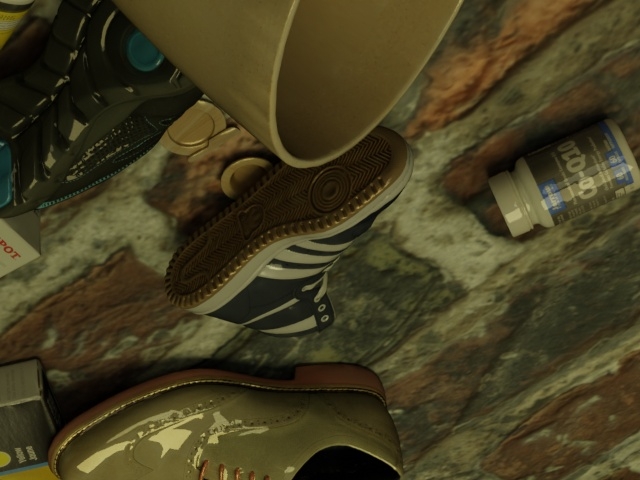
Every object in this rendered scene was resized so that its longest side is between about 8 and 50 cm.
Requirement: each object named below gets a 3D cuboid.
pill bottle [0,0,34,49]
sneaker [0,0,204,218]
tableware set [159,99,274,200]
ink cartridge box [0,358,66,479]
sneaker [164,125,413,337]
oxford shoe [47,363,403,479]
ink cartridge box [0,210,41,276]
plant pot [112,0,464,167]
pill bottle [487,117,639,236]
[{"bbox_3d":[-0.302,-0.160,0.906,0.103,0.103,0.184,25,122,-34],"label":"pill bottle"},{"bbox_3d":[-0.155,-0.142,0.957,0.341,0.125,0.140,-32,173,23],"label":"sneaker"},{"bbox_3d":[-0.061,-0.099,1.093,0.141,0.020,0.169,-35,132,18],"label":"tableware set"},{"bbox_3d":[-0.427,0.280,1.332,0.307,0.072,0.303,-13,135,-5],"label":"ink cartridge box"},{"bbox_3d":[0.000,0.000,1.134,0.282,0.099,0.153,-32,142,25],"label":"sneaker"},{"bbox_3d":[-0.094,0.233,1.300,0.397,0.146,0.140,-8,133,-17],"label":"oxford shoe"},{"bbox_3d":[-0.359,-0.008,1.062,0.175,0.072,0.127,-27,134,12],"label":"ink cartridge box"},{"bbox_3d":[-0.060,-0.222,0.753,0.256,0.274,0.256,-49,160,-25],"label":"plant pot"},{"bbox_3d":[0.242,-0.060,1.175,0.137,0.078,0.078,-25,135,8],"label":"pill bottle"}]
